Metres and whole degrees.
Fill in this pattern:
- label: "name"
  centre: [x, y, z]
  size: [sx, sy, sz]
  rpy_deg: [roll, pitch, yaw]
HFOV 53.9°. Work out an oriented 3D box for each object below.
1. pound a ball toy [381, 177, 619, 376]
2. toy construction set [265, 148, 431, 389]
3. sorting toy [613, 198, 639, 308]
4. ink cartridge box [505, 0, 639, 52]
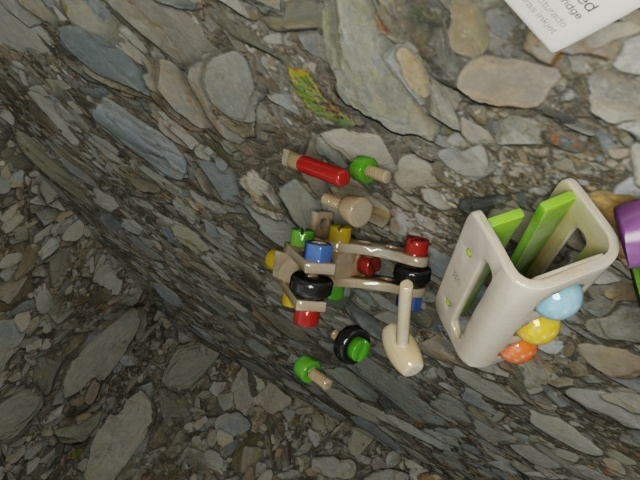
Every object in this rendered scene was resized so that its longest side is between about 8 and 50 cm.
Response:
- label: "pound a ball toy"
  centre: [0.201, 0.086, 0.768]
  size: [0.319, 0.208, 0.135]
  rpy_deg: [90, 159, -62]
- label: "toy construction set"
  centre: [0.000, 0.000, 0.944]
  size: [0.237, 0.258, 0.308]
  rpy_deg: [27, 139, 47]
- label: "sorting toy"
  centre: [0.420, 0.082, 0.690]
  size: [0.126, 0.127, 0.365]
  rpy_deg: [-15, 131, 23]
- label: "ink cartridge box"
  centre: [0.176, -0.250, 0.303]
  size: [0.201, 0.117, 0.278]
  rpy_deg: [41, 156, -15]
